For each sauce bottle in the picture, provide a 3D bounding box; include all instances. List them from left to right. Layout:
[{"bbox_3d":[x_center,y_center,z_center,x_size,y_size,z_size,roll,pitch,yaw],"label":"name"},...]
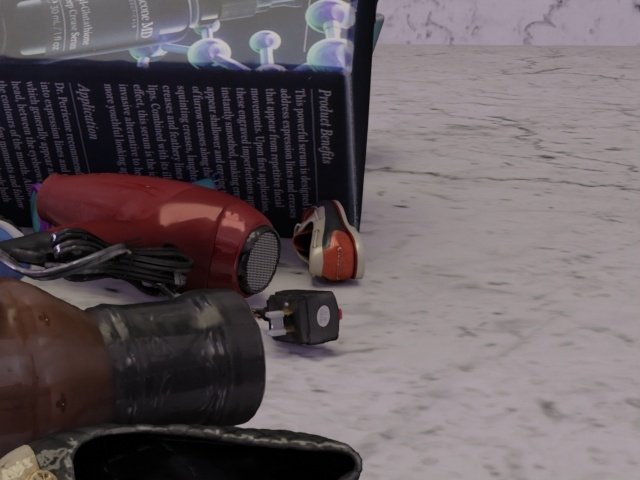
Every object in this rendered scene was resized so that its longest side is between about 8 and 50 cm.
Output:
[{"bbox_3d":[-0.191,0.072,0.738,0.344,0.111,0.111,-6,14,-31],"label":"sauce bottle"}]

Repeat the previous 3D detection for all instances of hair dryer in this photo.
[{"bbox_3d":[-0.125,-0.009,1.098,0.223,0.080,0.293,17,2,-25],"label":"hair dryer"}]

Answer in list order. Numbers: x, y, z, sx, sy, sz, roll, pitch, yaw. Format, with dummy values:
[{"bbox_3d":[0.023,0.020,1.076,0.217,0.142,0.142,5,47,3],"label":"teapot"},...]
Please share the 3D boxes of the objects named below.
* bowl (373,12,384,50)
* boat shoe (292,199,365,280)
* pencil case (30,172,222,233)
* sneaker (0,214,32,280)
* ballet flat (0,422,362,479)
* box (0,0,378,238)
[{"bbox_3d":[-0.085,-0.174,1.797,0.311,0.163,0.311,1,12,0],"label":"bowl"},{"bbox_3d":[0.000,0.000,1.261,0.043,0.049,0.137,-3,17,-11],"label":"boat shoe"},{"bbox_3d":[-0.150,-0.018,1.278,0.151,0.065,0.070,-3,-4,-17],"label":"pencil case"},{"bbox_3d":[-0.279,0.027,1.070,0.211,0.080,0.081,-6,40,-41],"label":"sneaker"},{"bbox_3d":[-0.064,0.102,0.719,0.173,0.057,0.049,-2,-24,-25],"label":"ballet flat"},{"bbox_3d":[-0.154,-0.181,1.390,0.395,0.212,0.294,2,52,4],"label":"box"}]
